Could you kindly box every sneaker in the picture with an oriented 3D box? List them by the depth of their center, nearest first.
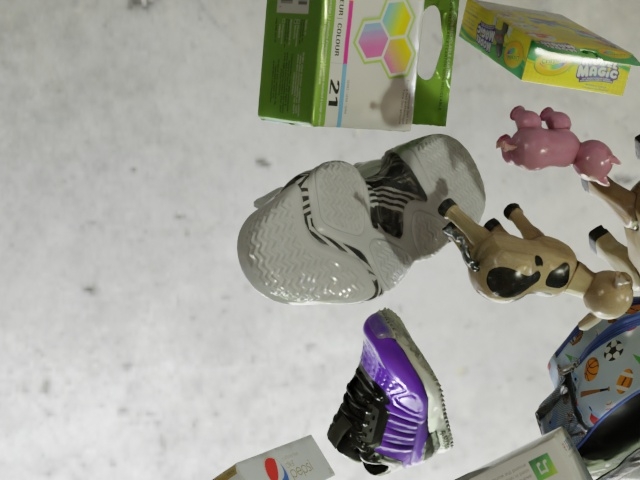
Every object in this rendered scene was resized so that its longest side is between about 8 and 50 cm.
[{"bbox_3d":[0.000,0.000,1.452,0.210,0.366,0.137,-22,91,39],"label":"sneaker"},{"bbox_3d":[0.073,0.208,1.775,0.146,0.102,0.293,-26,139,-6],"label":"sneaker"}]

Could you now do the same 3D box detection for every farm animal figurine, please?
[{"bbox_3d":[0.309,-0.021,1.363,0.330,0.172,0.327,-42,140,4],"label":"farm animal figurine"}]

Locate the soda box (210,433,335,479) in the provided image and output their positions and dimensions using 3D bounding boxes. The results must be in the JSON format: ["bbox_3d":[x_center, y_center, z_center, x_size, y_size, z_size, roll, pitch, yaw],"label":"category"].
[{"bbox_3d":[-0.068,0.318,1.888,0.074,0.069,0.216,-38,167,23],"label":"soda box"}]

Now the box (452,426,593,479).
[{"bbox_3d":[0.205,0.369,1.357,0.232,0.058,0.322,-30,83,22],"label":"box"}]

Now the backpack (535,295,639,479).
[{"bbox_3d":[0.420,0.187,1.782,0.276,0.213,0.263,-1,150,-23],"label":"backpack"}]

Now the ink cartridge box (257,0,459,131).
[{"bbox_3d":[0.071,-0.206,1.451,0.255,0.097,0.189,-1,99,-38],"label":"ink cartridge box"}]

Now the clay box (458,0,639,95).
[{"bbox_3d":[0.254,-0.213,1.600,0.127,0.222,0.053,6,111,-18],"label":"clay box"}]
